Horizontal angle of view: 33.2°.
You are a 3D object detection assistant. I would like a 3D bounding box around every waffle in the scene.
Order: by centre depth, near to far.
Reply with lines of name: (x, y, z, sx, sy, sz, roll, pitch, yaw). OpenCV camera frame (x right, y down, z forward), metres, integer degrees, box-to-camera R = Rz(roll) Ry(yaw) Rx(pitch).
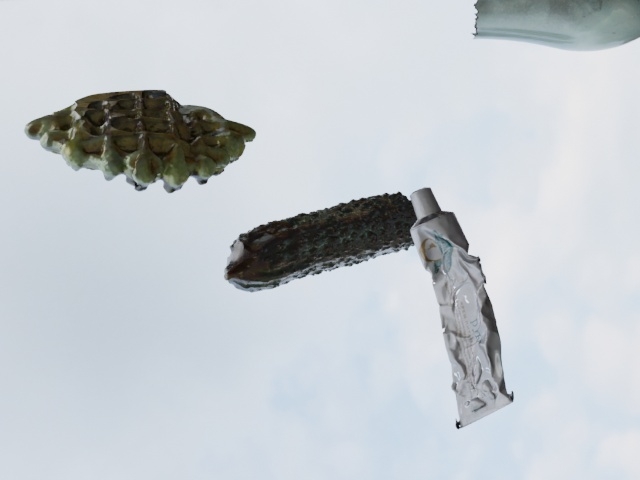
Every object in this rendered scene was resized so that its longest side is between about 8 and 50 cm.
waffle: (-0.194, -0.118, 1.183, 0.223, 0.204, 0.054, -28, -43, -50)

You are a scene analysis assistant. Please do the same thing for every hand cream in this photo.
hand cream: (0.142, 0.063, 1.137, 0.050, 0.084, 0.256, 1, -114, -43)

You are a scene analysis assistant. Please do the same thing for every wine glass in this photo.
wine glass: (0.221, -0.194, 0.844, 0.093, 0.202, 0.092, 4, -90, -81)

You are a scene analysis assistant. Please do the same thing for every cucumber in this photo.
cucumber: (0.000, 0.000, 1.450, 0.359, 0.096, 0.096, -13, -90, -48)
